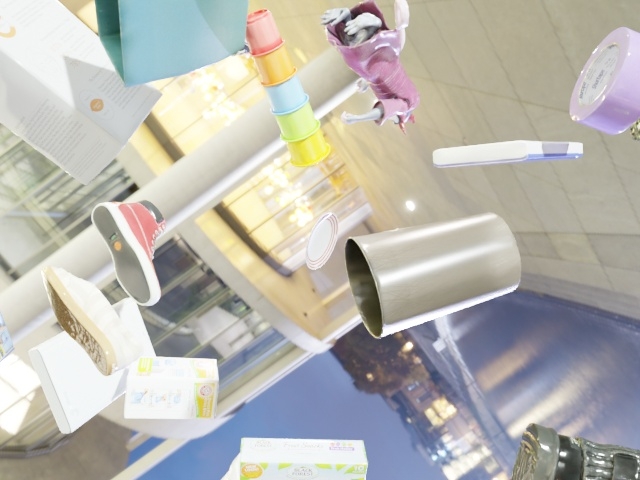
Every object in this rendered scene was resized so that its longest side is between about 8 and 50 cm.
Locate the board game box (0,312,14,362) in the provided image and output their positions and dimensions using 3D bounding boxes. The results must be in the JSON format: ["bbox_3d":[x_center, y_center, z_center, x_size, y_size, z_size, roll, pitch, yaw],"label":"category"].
[{"bbox_3d":[-0.580,0.150,0.913,0.136,0.035,0.201,-61,-18,-51],"label":"board game box"}]

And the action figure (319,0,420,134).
[{"bbox_3d":[0.162,-0.422,1.391,0.370,0.275,0.248,45,-145,-38],"label":"action figure"}]

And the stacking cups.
[{"bbox_3d":[-0.066,-0.305,1.148,0.096,0.096,0.316,-122,9,-54],"label":"stacking cups"}]

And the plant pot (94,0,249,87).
[{"bbox_3d":[-0.256,-0.398,0.991,0.166,0.234,0.166,56,148,30],"label":"plant pot"}]

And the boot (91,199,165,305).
[{"bbox_3d":[-0.386,0.020,1.275,0.244,0.088,0.176,64,-155,5],"label":"boot"}]

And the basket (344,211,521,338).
[{"bbox_3d":[0.169,0.044,0.862,0.204,0.226,0.154,-161,58,-80],"label":"basket"}]

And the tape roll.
[{"bbox_3d":[0.577,-0.309,1.105,0.080,0.189,0.189,20,-175,-3],"label":"tape roll"}]

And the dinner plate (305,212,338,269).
[{"bbox_3d":[0.000,0.000,1.326,0.017,0.141,0.141,21,167,25],"label":"dinner plate"}]

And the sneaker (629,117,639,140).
[{"bbox_3d":[0.818,-0.314,1.290,0.234,0.106,0.078,99,172,-60],"label":"sneaker"}]

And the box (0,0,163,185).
[{"bbox_3d":[-0.536,-0.320,1.147,0.345,0.168,0.215,42,-142,-24],"label":"box"}]

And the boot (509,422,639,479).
[{"bbox_3d":[0.437,0.488,0.924,0.260,0.348,0.131,15,-173,4],"label":"boot"}]

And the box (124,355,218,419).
[{"bbox_3d":[-0.346,0.345,1.329,0.114,0.203,0.103,-130,47,-72],"label":"box"}]

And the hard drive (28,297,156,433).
[{"bbox_3d":[-0.528,0.286,1.358,0.307,0.040,0.203,-37,-68,-63],"label":"hard drive"}]

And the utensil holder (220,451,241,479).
[{"bbox_3d":[-0.182,0.740,1.300,0.327,0.385,0.327,39,-174,-5],"label":"utensil holder"}]

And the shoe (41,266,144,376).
[{"bbox_3d":[-0.334,0.108,0.818,0.219,0.058,0.077,40,134,28],"label":"shoe"}]

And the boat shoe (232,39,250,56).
[{"bbox_3d":[-0.272,-0.634,1.779,0.306,0.105,0.113,-13,-111,-56],"label":"boat shoe"}]

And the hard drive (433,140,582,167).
[{"bbox_3d":[0.429,-0.194,1.275,0.318,0.210,0.040,-10,-82,-47],"label":"hard drive"}]

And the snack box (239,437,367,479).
[{"bbox_3d":[-0.023,0.277,0.654,0.037,0.141,0.100,-97,11,-62],"label":"snack box"}]
